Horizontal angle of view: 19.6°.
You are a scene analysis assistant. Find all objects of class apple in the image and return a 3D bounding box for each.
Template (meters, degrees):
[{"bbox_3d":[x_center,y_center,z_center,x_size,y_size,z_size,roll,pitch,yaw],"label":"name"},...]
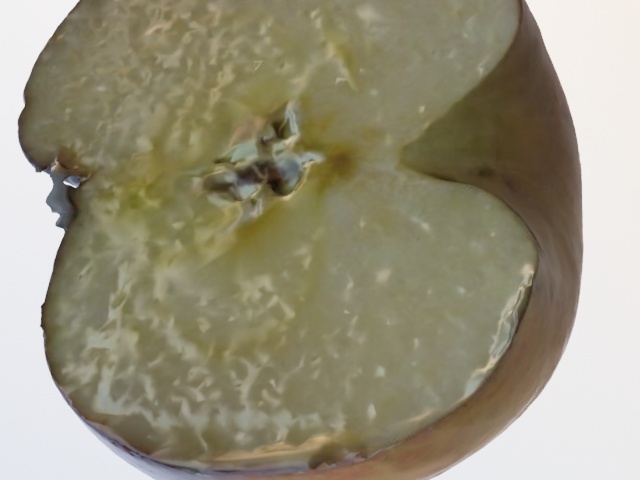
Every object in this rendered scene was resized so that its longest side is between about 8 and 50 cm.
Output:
[{"bbox_3d":[0.000,0.000,0.878,0.163,0.251,0.293,55,-149,-56],"label":"apple"}]
